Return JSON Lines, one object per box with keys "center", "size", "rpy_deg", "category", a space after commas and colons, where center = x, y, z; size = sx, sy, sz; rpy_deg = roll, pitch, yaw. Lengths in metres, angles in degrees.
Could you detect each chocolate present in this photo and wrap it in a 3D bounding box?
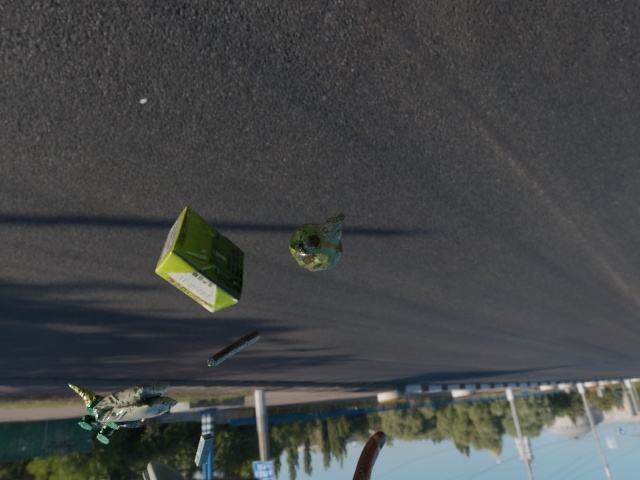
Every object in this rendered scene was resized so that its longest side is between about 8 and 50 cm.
{"center": [-0.413, 0.070, 1.640], "size": [0.137, 0.301, 0.289], "rpy_deg": [-38, 118, 16], "category": "chocolate"}

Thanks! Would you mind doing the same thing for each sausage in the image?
{"center": [0.166, 0.829, 1.712], "size": [0.078, 0.304, 0.078], "rpy_deg": [16, 134, 17], "category": "sausage"}

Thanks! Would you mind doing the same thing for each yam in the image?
{"center": [-0.319, 0.399, 1.755], "size": [0.045, 0.045, 0.327], "rpy_deg": [9, -172, 19], "category": "yam"}

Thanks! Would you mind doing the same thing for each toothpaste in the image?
{"center": [-0.508, 0.915, 2.052], "size": [0.046, 0.034, 0.164], "rpy_deg": [-2, 120, -39], "category": "toothpaste"}

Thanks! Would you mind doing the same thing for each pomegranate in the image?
{"center": [0.007, 0.013, 1.951], "size": [0.277, 0.204, 0.222], "rpy_deg": [-21, 161, 37], "category": "pomegranate"}

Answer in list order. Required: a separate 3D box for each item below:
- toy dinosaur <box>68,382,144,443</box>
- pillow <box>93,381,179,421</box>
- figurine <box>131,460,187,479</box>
{"center": [-0.671, 0.514, 1.434], "size": [0.259, 0.094, 0.153], "rpy_deg": [29, -173, -4], "category": "toy dinosaur"}
{"center": [-0.425, 0.376, 1.086], "size": [0.134, 0.077, 0.181], "rpy_deg": [-15, 164, -3], "category": "pillow"}
{"center": [-0.483, 0.635, 1.106], "size": [0.382, 0.205, 0.224], "rpy_deg": [0, 143, -5], "category": "figurine"}
